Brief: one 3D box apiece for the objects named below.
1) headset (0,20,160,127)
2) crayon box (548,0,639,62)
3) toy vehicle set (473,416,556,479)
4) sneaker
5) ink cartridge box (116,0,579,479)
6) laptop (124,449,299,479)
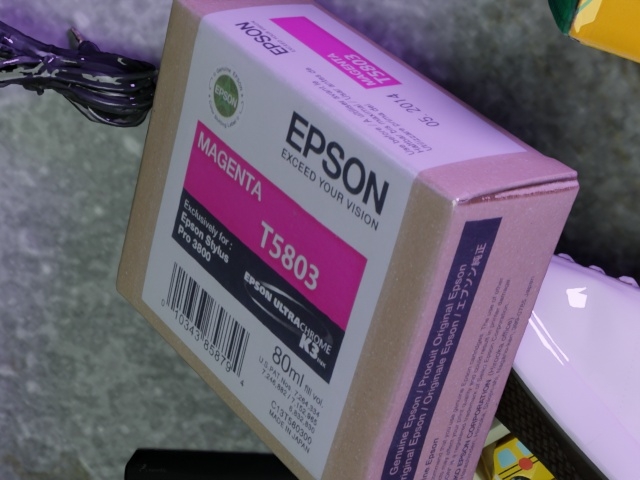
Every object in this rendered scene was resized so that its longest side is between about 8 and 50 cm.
[{"bbox_3d":[-0.128,-0.217,0.757,0.185,0.243,0.394,19,136,-4],"label":"headset"},{"bbox_3d":[0.261,-0.129,0.698,0.278,0.081,0.165,18,111,-4],"label":"crayon box"},{"bbox_3d":[0.227,0.117,0.903,0.267,0.035,0.166,-35,100,27],"label":"toy vehicle set"},{"bbox_3d":[0.148,0.054,0.847,0.290,0.123,0.106,50,166,23],"label":"sneaker"},{"bbox_3d":[0.000,0.000,0.821,0.235,0.088,0.193,40,127,40],"label":"ink cartridge box"},{"bbox_3d":[-0.001,0.272,1.055,0.234,0.136,0.264,0,139,17],"label":"laptop"}]
